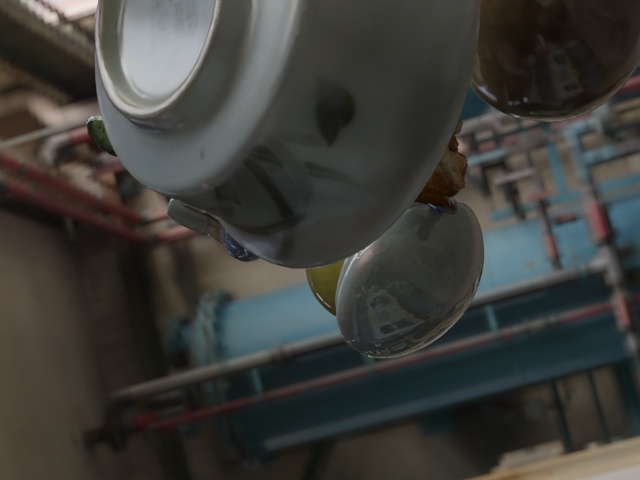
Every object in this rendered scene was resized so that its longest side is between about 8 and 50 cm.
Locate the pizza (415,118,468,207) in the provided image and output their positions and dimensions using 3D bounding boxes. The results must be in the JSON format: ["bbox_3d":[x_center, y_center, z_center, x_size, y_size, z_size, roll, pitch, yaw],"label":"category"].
[{"bbox_3d":[0.098,-0.094,1.831,0.134,0.056,0.271,37,165,2],"label":"pizza"}]

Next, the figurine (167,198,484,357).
[{"bbox_3d":[-0.003,0.017,2.026,0.224,0.382,0.205,76,-149,-50],"label":"figurine"}]

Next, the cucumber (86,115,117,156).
[{"bbox_3d":[-0.274,-0.148,2.455,0.115,0.116,0.062,-142,53,-84],"label":"cucumber"}]

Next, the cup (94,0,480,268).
[{"bbox_3d":[-0.058,-0.158,1.277,0.163,0.347,0.347,8,-119,-39],"label":"cup"}]

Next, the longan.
[{"bbox_3d":[0.298,-0.300,2.334,0.243,0.300,0.300,-50,-56,-64],"label":"longan"}]
